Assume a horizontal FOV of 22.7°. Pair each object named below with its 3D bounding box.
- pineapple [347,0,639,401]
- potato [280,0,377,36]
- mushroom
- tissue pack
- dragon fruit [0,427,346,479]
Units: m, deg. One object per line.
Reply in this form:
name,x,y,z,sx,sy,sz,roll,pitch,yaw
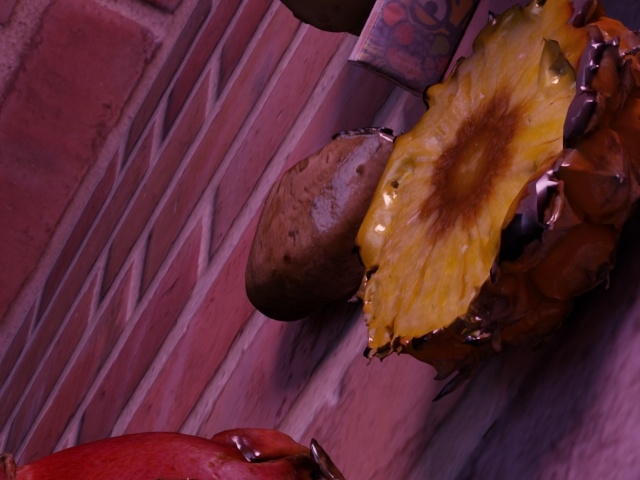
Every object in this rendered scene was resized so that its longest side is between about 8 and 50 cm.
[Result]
pineapple,0.093,-0.023,0.757,0.225,0.076,0.225,-54,20,31
potato,0.030,-0.255,1.203,0.165,0.165,0.262,-53,15,37
mushroom,-0.001,-0.001,1.063,0.210,0.072,0.094,143,140,-60
tissue pack,0.065,-0.146,1.095,0.083,0.063,0.035,-66,18,0
dragon fruit,-0.092,0.209,0.737,0.315,0.250,0.250,-52,9,-21
